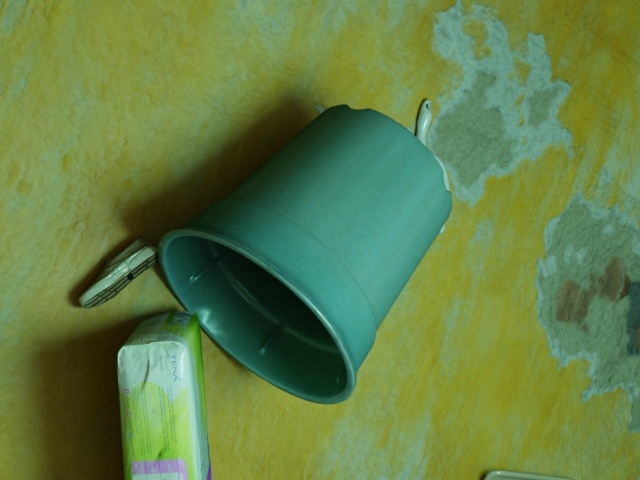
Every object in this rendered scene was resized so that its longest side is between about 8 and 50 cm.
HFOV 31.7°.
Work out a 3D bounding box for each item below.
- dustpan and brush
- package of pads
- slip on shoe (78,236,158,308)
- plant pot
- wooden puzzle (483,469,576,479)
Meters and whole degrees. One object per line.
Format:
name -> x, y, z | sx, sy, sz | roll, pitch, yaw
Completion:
dustpan and brush -> 0.164, -0.130, 1.875 | 0.147, 0.060, 0.211 | 15, 93, -33
package of pads -> -0.212, 0.262, 1.562 | 0.101, 0.229, 0.297 | -4, 97, -1
slip on shoe -> -0.293, 0.045, 1.611 | 0.135, 0.051, 0.041 | -39, 73, -15
plant pot -> 0.000, 0.000, 1.639 | 0.334, 0.341, 0.341 | -50, 117, -28
wooden puzzle -> 0.358, 0.537, 2.057 | 0.221, 0.044, 0.239 | 14, 91, -32
